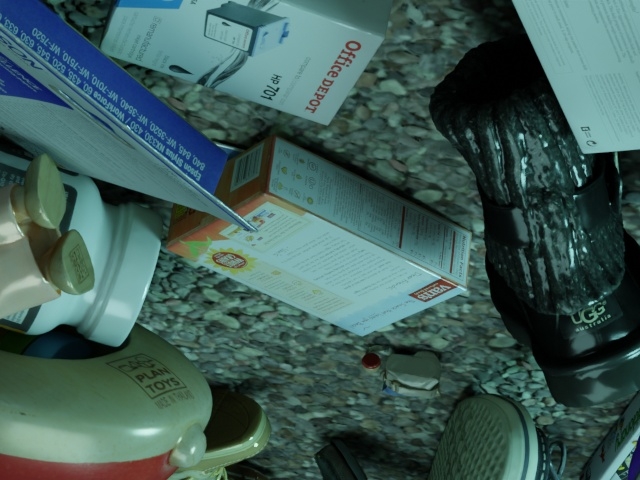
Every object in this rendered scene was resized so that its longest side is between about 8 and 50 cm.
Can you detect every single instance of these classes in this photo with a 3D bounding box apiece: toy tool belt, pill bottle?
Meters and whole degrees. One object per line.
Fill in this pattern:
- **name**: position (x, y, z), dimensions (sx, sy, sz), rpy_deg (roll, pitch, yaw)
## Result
- **toy tool belt**: position (0.084, 0.143, 1.925), dimensions (0.083, 0.052, 0.051), rpy_deg (7, 142, 7)
- **pill bottle**: position (-0.294, -0.006, 1.678), dimensions (0.278, 0.162, 0.162), rpy_deg (19, 149, -14)

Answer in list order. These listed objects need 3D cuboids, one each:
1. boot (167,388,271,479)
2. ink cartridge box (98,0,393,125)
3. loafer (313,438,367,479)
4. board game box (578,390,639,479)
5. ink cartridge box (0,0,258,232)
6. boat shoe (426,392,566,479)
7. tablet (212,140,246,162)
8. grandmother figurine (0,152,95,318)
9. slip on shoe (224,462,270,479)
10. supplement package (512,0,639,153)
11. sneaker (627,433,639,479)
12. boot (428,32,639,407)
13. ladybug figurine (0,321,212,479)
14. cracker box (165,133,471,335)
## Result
- **boot**: position (-0.119, 0.275, 2.122), dimensions (0.262, 0.095, 0.203), rpy_deg (-17, 125, 36)
- **ink cartridge box**: position (-0.054, -0.176, 1.390), dimensions (0.191, 0.082, 0.139), rpy_deg (18, 149, -10)
- **loafer**: position (0.049, 0.358, 2.109), dimensions (0.084, 0.267, 0.096), rpy_deg (-26, 172, -10)
- **board game box**: position (0.404, 0.232, 1.974), dimensions (0.193, 0.053, 0.305), rpy_deg (11, 150, -3)
- **ink cartridge box**: position (-0.218, -0.131, 1.419), dimensions (0.307, 0.072, 0.303), rpy_deg (14, 160, 48)
- **boat shoe**: position (0.199, 0.294, 2.027), dimensions (0.156, 0.186, 0.500), rpy_deg (9, 157, 0)
- **tablet**: position (-0.064, -0.065, 1.659), dimensions (0.083, 0.006, 0.054), rpy_deg (14, 150, -9)
- **grandmother figurine**: position (-0.366, 0.047, 1.561), dimensions (0.342, 0.207, 0.104), rpy_deg (-15, -175, 10)
- **slip on shoe**: position (-0.116, 0.291, 2.251), dimensions (0.135, 0.051, 0.041), rpy_deg (18, 172, -15)
- **supplement package**: position (0.251, -0.176, 1.223), dimensions (0.203, 0.149, 0.194), rpy_deg (-4, 147, 23)
- **sneaker**: position (0.359, 0.126, 1.708), dimensions (0.102, 0.146, 0.293), rpy_deg (9, 134, -11)
- **boot**: position (0.173, -0.043, 1.475), dimensions (0.131, 0.348, 0.260), rpy_deg (-25, 105, 1)
- **ladybug figurine**: position (-0.305, 0.143, 1.778), dimensions (0.449, 0.162, 0.305), rpy_deg (20, -163, 29)
- **cracker box**: position (0.000, 0.000, 1.681), dimensions (0.232, 0.067, 0.156), rpy_deg (26, 147, -30)
